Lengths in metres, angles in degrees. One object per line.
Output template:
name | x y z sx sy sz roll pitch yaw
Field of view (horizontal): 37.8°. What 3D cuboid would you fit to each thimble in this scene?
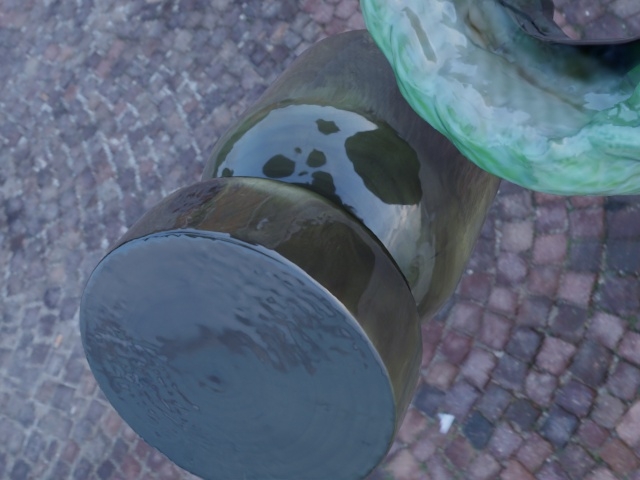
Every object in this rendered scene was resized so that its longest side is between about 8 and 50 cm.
thimble | 0.135 -0.125 0.413 0.219 0.150 0.219 3 95 42

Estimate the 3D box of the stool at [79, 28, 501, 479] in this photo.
stool | 0.000 0.000 0.573 0.179 0.179 0.264 -8 29 29
